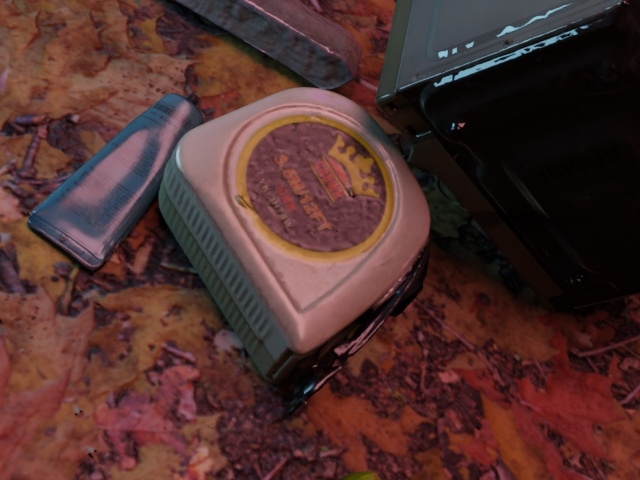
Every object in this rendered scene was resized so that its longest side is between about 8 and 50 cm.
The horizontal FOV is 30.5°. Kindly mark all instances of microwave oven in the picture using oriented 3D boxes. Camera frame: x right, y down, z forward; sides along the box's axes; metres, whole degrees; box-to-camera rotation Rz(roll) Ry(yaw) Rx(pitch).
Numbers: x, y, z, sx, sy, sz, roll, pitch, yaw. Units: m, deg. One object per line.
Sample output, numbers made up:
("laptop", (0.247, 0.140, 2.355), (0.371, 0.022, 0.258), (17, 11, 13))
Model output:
("microwave oven", (0.260, -0.117, 1.136), (0.355, 0.286, 0.218), (46, 42, -35))

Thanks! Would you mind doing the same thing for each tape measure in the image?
("tape measure", (0.000, 0.000, 1.109), (0.231, 0.133, 0.271), (-25, 73, -28))

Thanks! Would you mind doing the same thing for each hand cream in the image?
("hand cream", (-0.181, -0.066, 1.124), (0.083, 0.048, 0.224), (37, 56, 2))

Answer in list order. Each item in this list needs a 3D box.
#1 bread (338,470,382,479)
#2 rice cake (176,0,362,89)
("bread", (0.024, 0.257, 0.962), (0.114, 0.111, 0.129), (48, 55, 0))
("rice cake", (-0.132, -0.284, 1.276), (0.399, 0.064, 0.070), (31, 41, -4))
